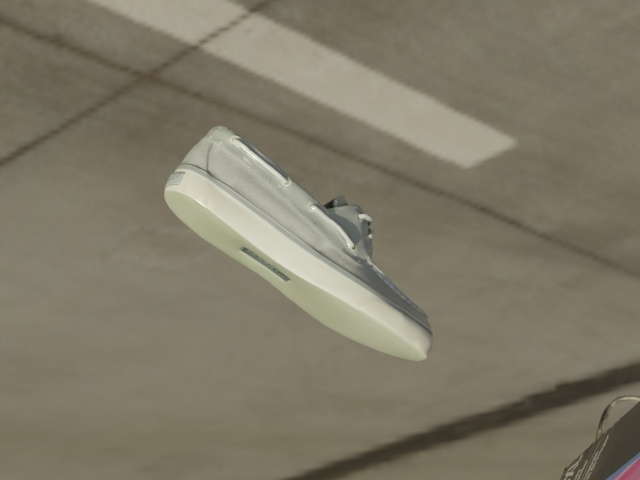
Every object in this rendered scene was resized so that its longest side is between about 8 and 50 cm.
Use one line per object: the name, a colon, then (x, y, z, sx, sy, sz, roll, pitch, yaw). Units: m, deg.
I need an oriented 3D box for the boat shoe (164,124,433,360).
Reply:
boat shoe: (-0.001, 0.000, 1.077, 0.227, 0.081, 0.079, 36, 161, -14)

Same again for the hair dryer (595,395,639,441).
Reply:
hair dryer: (0.378, 0.255, 1.401, 0.223, 0.294, 0.080, -21, 133, 26)

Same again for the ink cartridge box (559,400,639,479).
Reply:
ink cartridge box: (0.214, 0.209, 1.101, 0.069, 0.176, 0.371, 30, 145, 4)
